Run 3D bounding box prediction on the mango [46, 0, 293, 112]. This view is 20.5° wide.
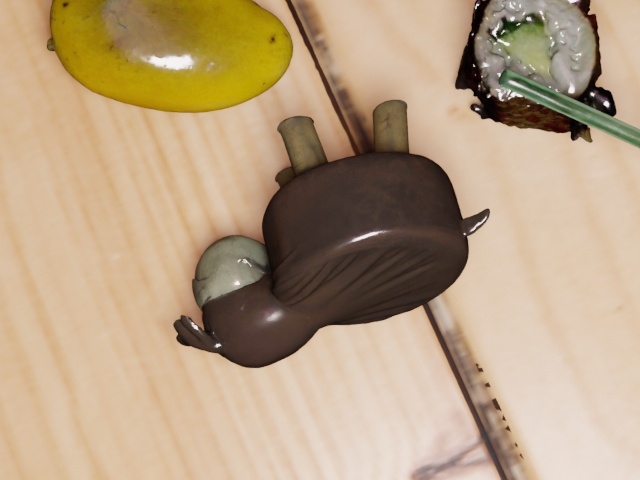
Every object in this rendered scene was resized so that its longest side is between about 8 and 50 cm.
[{"bbox_3d":[-0.097,-0.135,1.162,0.161,0.076,0.103,13,76,-4],"label":"mango"}]

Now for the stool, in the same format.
[{"bbox_3d":[0.000,0.000,1.121,0.217,0.125,0.121,-27,63,17],"label":"stool"}]

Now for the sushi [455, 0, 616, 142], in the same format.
[{"bbox_3d":[0.141,-0.118,1.142,0.098,0.084,0.094,10,79,-1],"label":"sushi"}]

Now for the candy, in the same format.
[{"bbox_3d":[0.250,-0.048,1.095,0.305,0.083,0.091,24,107,-10],"label":"candy"}]
